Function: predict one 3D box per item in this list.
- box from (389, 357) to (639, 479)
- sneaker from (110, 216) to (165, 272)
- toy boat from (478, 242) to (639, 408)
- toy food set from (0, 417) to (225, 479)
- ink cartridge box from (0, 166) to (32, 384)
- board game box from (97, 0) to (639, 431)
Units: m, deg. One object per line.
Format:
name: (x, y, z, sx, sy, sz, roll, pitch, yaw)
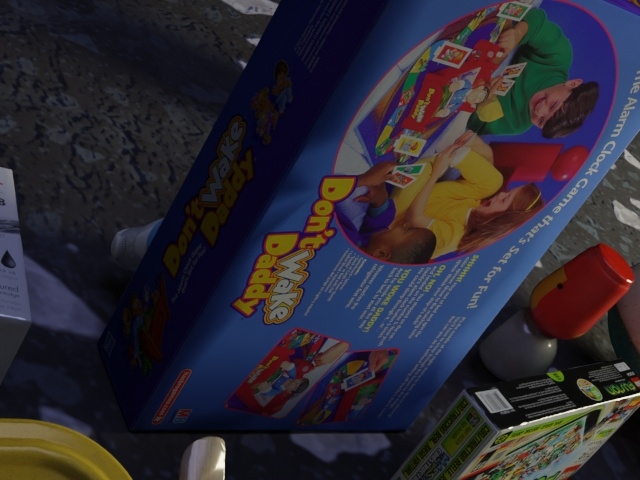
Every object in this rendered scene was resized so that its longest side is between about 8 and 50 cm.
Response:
box: (0.141, 0.142, 0.712, 0.207, 0.114, 0.036, -1, 43, -46)
sneaker: (-0.075, 0.014, 0.747, 0.190, 0.083, 0.071, 23, 69, -53)
toy boat: (0.293, 0.110, 0.917, 0.318, 0.148, 0.267, 26, 33, -29)
toy food set: (-0.151, 0.152, 0.459, 0.218, 0.071, 0.128, 10, 59, -33)
ink cartridge box: (-0.239, -0.002, 0.604, 0.104, 0.060, 0.180, 13, 34, -32)
board game box: (0.042, -0.024, 0.624, 0.233, 0.347, 0.078, 9, 35, -38)
